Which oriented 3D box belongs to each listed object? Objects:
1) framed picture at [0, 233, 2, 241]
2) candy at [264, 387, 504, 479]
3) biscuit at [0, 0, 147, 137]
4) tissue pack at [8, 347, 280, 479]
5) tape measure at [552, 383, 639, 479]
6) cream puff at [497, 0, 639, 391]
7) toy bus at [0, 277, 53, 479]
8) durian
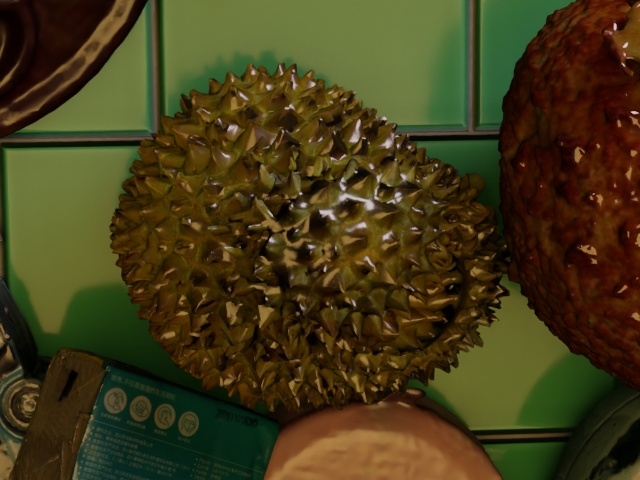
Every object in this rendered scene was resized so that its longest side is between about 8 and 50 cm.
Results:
[{"bbox_3d":[-0.364,-0.087,1.297,0.189,0.023,0.260,-22,101,-21],"label":"framed picture"},{"bbox_3d":[0.036,0.229,1.373,0.255,0.094,0.255,-1,99,-5],"label":"candy"},{"bbox_3d":[-0.283,-0.239,1.189,0.407,0.091,0.407,-13,122,-22],"label":"biscuit"},{"bbox_3d":[-0.128,0.159,1.273,0.169,0.082,0.120,24,80,-37],"label":"tissue pack"},{"bbox_3d":[0.303,0.230,1.373,0.256,0.147,0.275,40,97,-13],"label":"tape measure"},{"bbox_3d":[0.249,-0.020,1.250,0.228,0.350,0.350,-35,101,24],"label":"cream puff"},{"bbox_3d":[-0.238,0.187,1.340,0.131,0.106,0.297,-21,98,0],"label":"toy bus"},{"bbox_3d":[-0.005,0.010,1.270,0.293,0.258,0.258,24,96,-35],"label":"durian"}]
